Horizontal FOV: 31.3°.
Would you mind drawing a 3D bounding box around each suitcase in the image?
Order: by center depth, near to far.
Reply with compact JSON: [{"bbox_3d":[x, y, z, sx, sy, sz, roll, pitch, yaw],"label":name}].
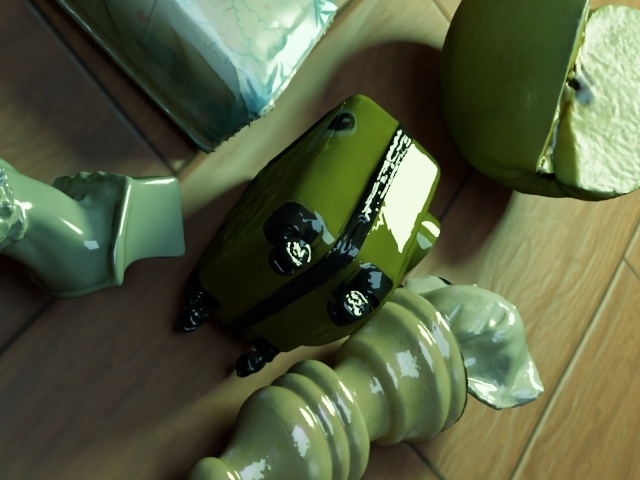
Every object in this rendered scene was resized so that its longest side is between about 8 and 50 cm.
[{"bbox_3d":[0.000,0.000,1.042,0.143,0.194,0.235,41,48,-14],"label":"suitcase"}]

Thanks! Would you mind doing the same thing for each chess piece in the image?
[{"bbox_3d":[-0.002,0.165,1.036,0.307,0.124,0.138,-26,133,-41],"label":"chess piece"}]

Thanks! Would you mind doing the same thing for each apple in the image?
[{"bbox_3d":[0.261,-0.185,1.332,0.295,0.233,0.257,28,74,-43],"label":"apple"}]

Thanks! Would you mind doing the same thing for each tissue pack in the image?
[{"bbox_3d":[-0.130,-0.247,1.085,0.271,0.124,0.201,45,45,-17],"label":"tissue pack"}]

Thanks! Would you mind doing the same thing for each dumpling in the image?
[{"bbox_3d":[0.146,0.106,1.185,0.188,0.108,0.127,43,37,17],"label":"dumpling"}]

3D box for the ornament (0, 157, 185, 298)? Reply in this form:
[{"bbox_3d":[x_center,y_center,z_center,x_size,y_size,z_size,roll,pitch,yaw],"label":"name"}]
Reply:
[{"bbox_3d":[-0.228,-0.014,0.892,0.285,0.130,0.120,9,80,-40],"label":"ornament"}]
